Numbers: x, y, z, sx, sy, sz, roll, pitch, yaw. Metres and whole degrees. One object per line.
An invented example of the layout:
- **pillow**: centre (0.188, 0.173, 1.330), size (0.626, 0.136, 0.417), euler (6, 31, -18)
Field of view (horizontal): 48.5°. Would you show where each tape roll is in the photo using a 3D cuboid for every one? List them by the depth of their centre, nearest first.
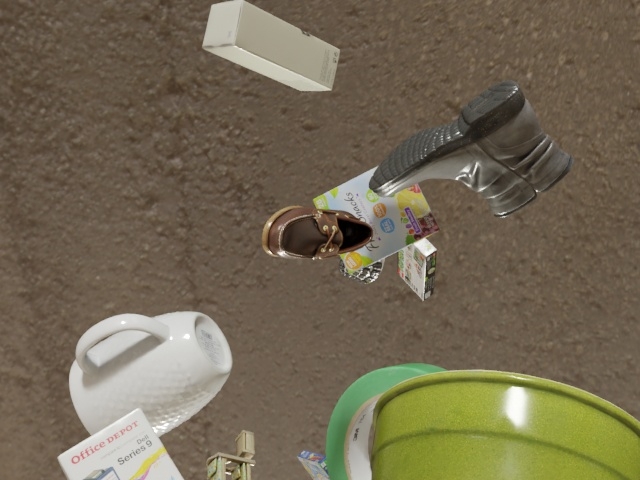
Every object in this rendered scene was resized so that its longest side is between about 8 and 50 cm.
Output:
- **tape roll**: centre (0.160, 0.379, 1.243), size (0.321, 0.077, 0.322), euler (-2, 86, 35)

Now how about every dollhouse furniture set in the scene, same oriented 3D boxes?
- **dollhouse furniture set**: centre (-0.223, 0.528, 1.549), size (0.101, 0.182, 0.161), euler (21, 124, -24)

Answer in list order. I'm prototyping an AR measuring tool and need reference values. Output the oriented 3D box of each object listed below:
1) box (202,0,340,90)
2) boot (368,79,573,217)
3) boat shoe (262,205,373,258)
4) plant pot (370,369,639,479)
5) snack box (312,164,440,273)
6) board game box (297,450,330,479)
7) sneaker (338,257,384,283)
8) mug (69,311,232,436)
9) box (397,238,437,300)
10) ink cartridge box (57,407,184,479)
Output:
- **box**: centre (-0.095, -0.392, 1.456), size (0.113, 0.275, 0.094), euler (11, 88, 45)
- **boot**: centre (0.276, -0.118, 1.319), size (0.338, 0.118, 0.223), euler (-28, 118, 27)
- **boat shoe**: centre (0.003, -0.011, 1.006), size (0.073, 0.207, 0.073), euler (15, 105, 32)
- **plant pot**: centre (0.203, 0.401, 0.836), size (0.366, 0.353, 0.367), euler (12, 142, 10)
- **snack box**: centre (0.115, -0.053, 1.459), size (0.207, 0.070, 0.175), euler (-27, 89, 9)
- **board game box**: centre (0.009, 0.749, 2.289), size (0.136, 0.035, 0.201), euler (55, 156, -4)
- **sneaker**: centre (0.135, -0.010, 1.784), size (0.111, 0.121, 0.300), euler (27, 130, 1)
- **mug**: centre (-0.420, 0.301, 1.722), size (0.328, 0.276, 0.374), euler (-30, 136, 12)
- **box**: centre (0.241, 0.054, 1.799), size (0.114, 0.036, 0.207), euler (49, 162, 31)
- **ink cartridge box**: centre (-0.317, 0.414, 1.187), size (0.212, 0.154, 0.093), euler (54, 153, 14)
